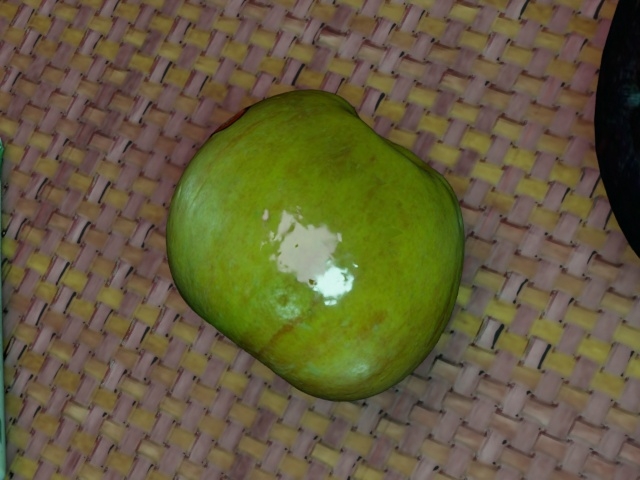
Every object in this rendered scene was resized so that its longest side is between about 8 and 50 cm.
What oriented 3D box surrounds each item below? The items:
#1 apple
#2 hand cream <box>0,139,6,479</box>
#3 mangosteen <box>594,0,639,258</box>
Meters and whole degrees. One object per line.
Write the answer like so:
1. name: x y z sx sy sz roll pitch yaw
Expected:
1. apple: 0.000 0.000 0.878 0.182 0.182 0.155 35 86 25
2. hand cream: -0.248 0.058 1.014 0.095 0.059 0.276 -16 64 12
3. mangosteen: 0.291 -0.067 0.751 0.300 0.300 0.300 -6 72 18
